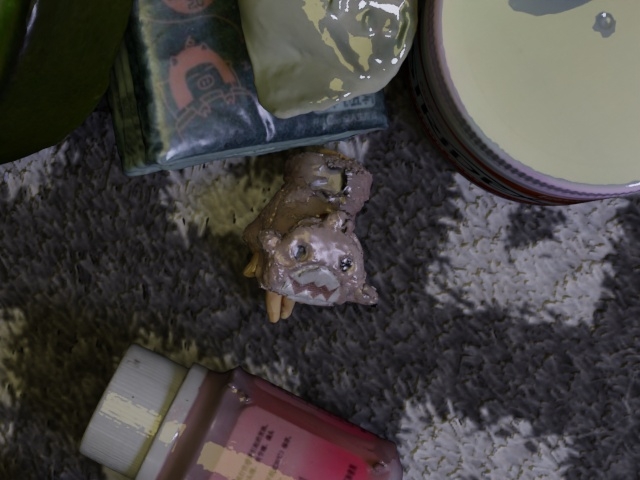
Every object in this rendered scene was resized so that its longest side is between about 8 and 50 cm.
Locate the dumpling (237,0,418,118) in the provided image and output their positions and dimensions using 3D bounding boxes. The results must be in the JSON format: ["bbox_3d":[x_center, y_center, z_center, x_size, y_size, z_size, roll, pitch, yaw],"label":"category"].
[{"bbox_3d":[0.015,-0.199,1.109,0.151,0.124,0.229,-1,78,23],"label":"dumpling"}]

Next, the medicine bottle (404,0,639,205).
[{"bbox_3d":[0.199,-0.155,1.178,0.252,0.241,0.252,0,88,-2],"label":"medicine bottle"}]

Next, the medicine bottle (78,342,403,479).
[{"bbox_3d":[-0.066,0.181,1.216,0.247,0.147,0.147,26,89,-1],"label":"medicine bottle"}]

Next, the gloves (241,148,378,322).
[{"bbox_3d":[-0.007,-0.006,1.248,0.110,0.094,0.144,0,81,-13],"label":"gloves"}]

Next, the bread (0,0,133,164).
[{"bbox_3d":[-0.305,-0.230,1.158,0.366,0.129,0.382,36,117,27],"label":"bread"}]

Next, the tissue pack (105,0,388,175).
[{"bbox_3d":[-0.076,-0.223,1.200,0.228,0.103,0.316,-11,91,-33],"label":"tissue pack"}]
